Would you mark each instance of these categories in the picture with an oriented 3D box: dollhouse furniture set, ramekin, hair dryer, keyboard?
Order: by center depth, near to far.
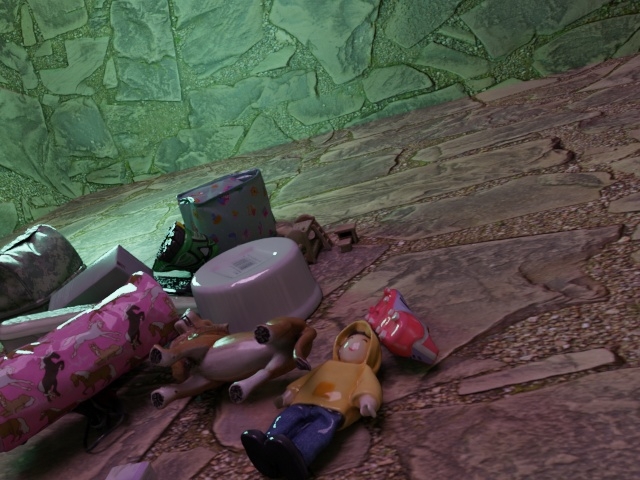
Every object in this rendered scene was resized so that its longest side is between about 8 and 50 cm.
[{"bbox_3d":[-0.434,0.299,1.153,0.224,0.080,0.293,-1,31,13],"label":"hair dryer"},{"bbox_3d":[-0.146,0.101,1.292,0.277,0.135,0.277,-16,19,6],"label":"ramekin"},{"bbox_3d":[0.000,0.000,1.481,0.161,0.101,0.182,-13,20,16],"label":"dollhouse furniture set"},{"bbox_3d":[-0.372,0.108,1.552,0.317,0.033,0.201,0,5,44],"label":"keyboard"}]

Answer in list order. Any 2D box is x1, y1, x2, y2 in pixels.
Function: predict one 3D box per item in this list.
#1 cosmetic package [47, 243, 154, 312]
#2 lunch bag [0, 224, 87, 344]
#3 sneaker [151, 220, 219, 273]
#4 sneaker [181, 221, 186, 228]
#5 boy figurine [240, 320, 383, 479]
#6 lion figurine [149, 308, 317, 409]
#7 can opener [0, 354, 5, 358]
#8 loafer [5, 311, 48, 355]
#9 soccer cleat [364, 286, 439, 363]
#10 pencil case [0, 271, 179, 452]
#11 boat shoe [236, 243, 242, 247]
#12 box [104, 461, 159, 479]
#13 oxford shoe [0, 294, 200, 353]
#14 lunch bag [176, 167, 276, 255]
[{"bbox_3d":[-0.538,0.133,1.454,0.238,0.127,0.107,-36,36,8],"label":"cosmetic package"},{"bbox_3d":[-0.824,0.114,1.697,0.213,0.256,0.305,-14,19,12],"label":"lunch bag"},{"bbox_3d":[-0.364,0.044,1.597,0.134,0.146,0.343,-68,17,-11],"label":"sneaker"},{"bbox_3d":[-0.320,-0.071,1.929,0.296,0.123,0.178,-10,25,3],"label":"sneaker"},{"bbox_3d":[0.019,0.227,0.872,0.177,0.092,0.285,-4,27,42],"label":"boy figurine"},{"bbox_3d":[-0.129,0.190,0.999,0.392,0.142,0.240,-6,1,30],"label":"lion figurine"},{"bbox_3d":[-0.753,0.303,1.356,0.095,0.076,0.283,-19,10,-27],"label":"can opener"},{"bbox_3d":[-0.683,0.260,1.394,0.111,0.112,0.319,-14,19,-12],"label":"loafer"},{"bbox_3d":[0.138,0.147,1.020,0.083,0.095,0.248,-52,4,4],"label":"soccer cleat"},{"bbox_3d":[-0.443,0.208,1.081,0.386,0.167,0.160,-33,-16,-36],"label":"pencil case"},{"bbox_3d":[-0.215,0.076,1.529,0.076,0.080,0.228,-44,11,12],"label":"boat shoe"},{"bbox_3d":[-0.281,0.404,0.703,0.063,0.067,0.324,-15,21,14],"label":"box"},{"bbox_3d":[-0.459,0.201,1.313,0.449,0.130,0.169,-9,2,-32],"label":"oxford shoe"},{"bbox_3d":[-0.257,-0.071,1.726,0.262,0.223,0.160,-30,28,-32],"label":"lunch bag"}]
